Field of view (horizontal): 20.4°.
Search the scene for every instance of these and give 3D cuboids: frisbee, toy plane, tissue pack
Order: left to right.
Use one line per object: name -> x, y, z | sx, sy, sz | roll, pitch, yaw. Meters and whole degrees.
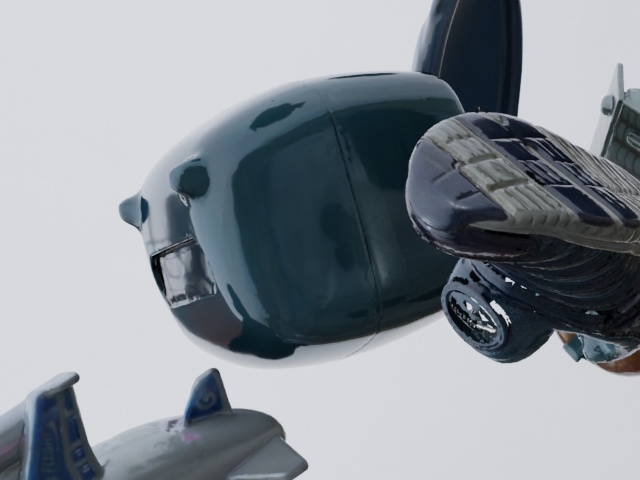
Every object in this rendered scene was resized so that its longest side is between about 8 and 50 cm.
toy plane -> -0.139, 0.202, 1.263 | 0.267, 0.122, 0.267 | -7, -71, -23
tissue pack -> -0.019, -0.008, 1.276 | 0.206, 0.287, 0.198 | -16, -89, -17
frisbee -> 0.106, -0.108, 1.451 | 0.289, 0.049, 0.289 | 9, -90, -71

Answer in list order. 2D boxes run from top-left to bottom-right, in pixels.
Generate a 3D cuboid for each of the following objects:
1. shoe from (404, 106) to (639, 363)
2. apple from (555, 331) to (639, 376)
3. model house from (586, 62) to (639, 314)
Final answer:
shoe -> 0.102, 0.010, 0.815 | 0.106, 0.091, 0.207 | -53, -36, 11
apple -> 0.412, 0.100, 2.427 | 0.162, 0.201, 0.201 | -41, -39, -25
model house -> 0.339, -0.026, 1.634 | 0.215, 0.198, 0.224 | 2, -57, -18
